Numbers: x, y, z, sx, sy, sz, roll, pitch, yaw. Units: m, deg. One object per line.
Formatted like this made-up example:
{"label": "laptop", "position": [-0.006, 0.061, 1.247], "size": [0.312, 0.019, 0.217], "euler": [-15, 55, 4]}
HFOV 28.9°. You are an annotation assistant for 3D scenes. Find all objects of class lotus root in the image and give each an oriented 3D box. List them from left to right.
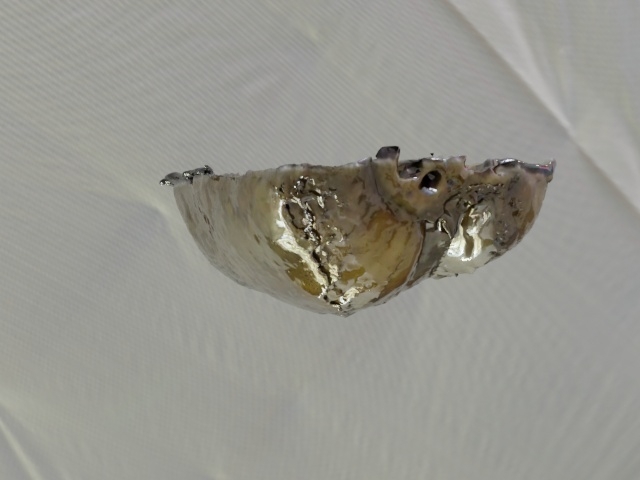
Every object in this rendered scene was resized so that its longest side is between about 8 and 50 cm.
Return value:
{"label": "lotus root", "position": [0.000, 0.000, 0.679], "size": [0.167, 0.329, 0.078], "euler": [3, -92, -15]}
